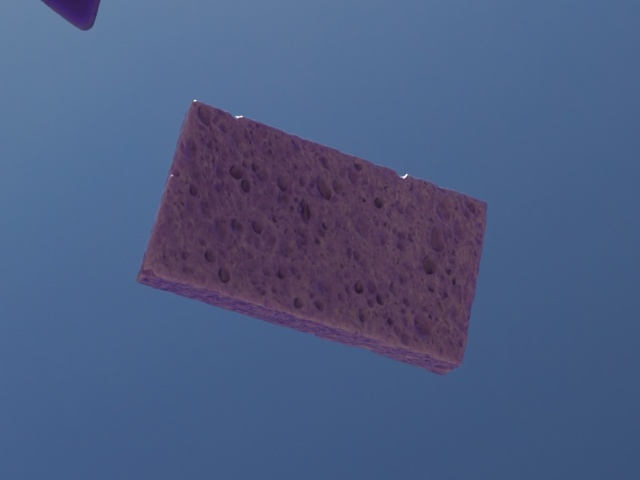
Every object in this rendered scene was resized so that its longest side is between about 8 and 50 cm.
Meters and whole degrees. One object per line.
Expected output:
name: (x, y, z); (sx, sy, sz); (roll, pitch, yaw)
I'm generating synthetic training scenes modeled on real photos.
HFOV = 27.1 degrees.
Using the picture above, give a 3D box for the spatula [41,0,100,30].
spatula: (-0.211, -0.315, 1.147); (0.030, 0.084, 0.296); (-24, -129, 29)

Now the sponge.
sponge: (0.000, 0.000, 0.828); (0.031, 0.210, 0.117); (140, -35, -63)
